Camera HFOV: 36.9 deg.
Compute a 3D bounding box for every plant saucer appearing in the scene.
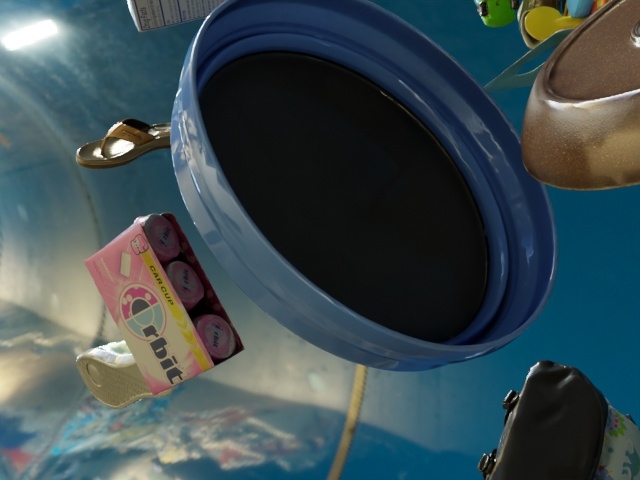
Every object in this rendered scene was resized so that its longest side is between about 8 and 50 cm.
[{"bbox_3d":[0.273,-0.150,0.688,0.050,0.310,0.311,54,-28,-18],"label":"plant saucer"}]

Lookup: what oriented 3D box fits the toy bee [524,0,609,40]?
[{"bbox_3d":[0.366,-0.286,1.252,0.195,0.298,0.162,-1,-90,22],"label":"toy bee"}]

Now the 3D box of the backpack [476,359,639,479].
[{"bbox_3d":[0.426,0.410,1.560,0.273,0.290,0.355,13,-30,27],"label":"backpack"}]

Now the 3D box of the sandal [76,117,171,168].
[{"bbox_3d":[-0.256,-0.148,1.341,0.072,0.180,0.049,-121,-163,-54],"label":"sandal"}]

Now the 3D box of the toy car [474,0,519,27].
[{"bbox_3d":[0.244,-0.432,1.436,0.053,0.239,0.224,-130,-154,-73],"label":"toy car"}]

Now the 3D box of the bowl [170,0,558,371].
[{"bbox_3d":[0.043,-0.060,0.868,0.077,0.391,0.391,-44,-111,42],"label":"bowl"}]

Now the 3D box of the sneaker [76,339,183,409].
[{"bbox_3d":[-0.245,0.173,1.423,0.256,0.151,0.094,-10,-72,44],"label":"sneaker"}]

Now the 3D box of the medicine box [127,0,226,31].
[{"bbox_3d":[-0.207,-0.512,1.634,0.263,0.289,0.149,97,-23,-71],"label":"medicine box"}]

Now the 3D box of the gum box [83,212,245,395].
[{"bbox_3d":[-0.182,0.069,1.100,0.107,0.062,0.188,-28,-91,34],"label":"gum box"}]

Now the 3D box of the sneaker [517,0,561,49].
[{"bbox_3d":[0.332,-0.364,1.399,0.192,0.064,0.086,96,0,-49],"label":"sneaker"}]

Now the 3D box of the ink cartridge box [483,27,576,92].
[{"bbox_3d":[0.307,-0.179,1.009,0.171,0.235,0.056,-35,-108,67],"label":"ink cartridge box"}]
